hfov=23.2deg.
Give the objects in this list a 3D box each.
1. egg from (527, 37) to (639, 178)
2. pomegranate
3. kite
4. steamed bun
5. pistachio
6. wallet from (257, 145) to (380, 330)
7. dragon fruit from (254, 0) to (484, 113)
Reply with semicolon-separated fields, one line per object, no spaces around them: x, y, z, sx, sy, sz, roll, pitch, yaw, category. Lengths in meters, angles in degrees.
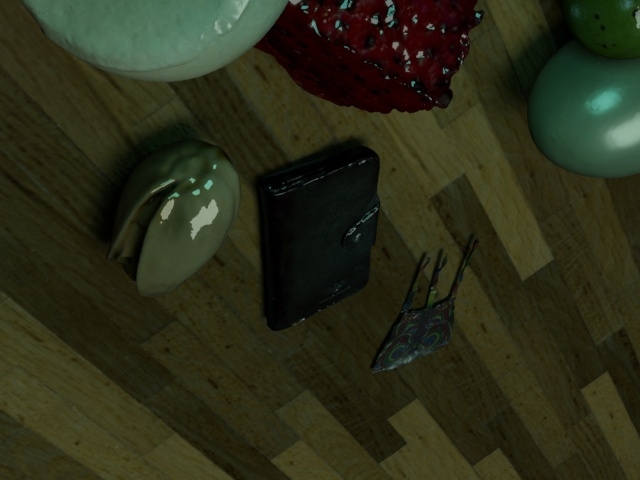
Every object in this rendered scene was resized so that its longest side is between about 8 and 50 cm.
0.403;-0.190;2.067;0.283;0.203;0.203;-25;146;-21;egg
0.372;-0.332;1.906;0.181;0.181;0.224;-27;125;-12;pomegranate
0.169;0.100;2.407;0.152;0.015;0.285;-18;146;-29;kite
-0.141;-0.288;1.417;0.283;0.283;0.177;-50;173;23;steamed bun
-0.171;-0.027;1.835;0.144;0.144;0.215;-3;141;-40;pistachio
0.000;0.000;2.099;0.172;0.045;0.318;-22;146;-17;wallet
0.000;-0.315;1.662;0.329;0.228;0.286;19;89;-29;dragon fruit
